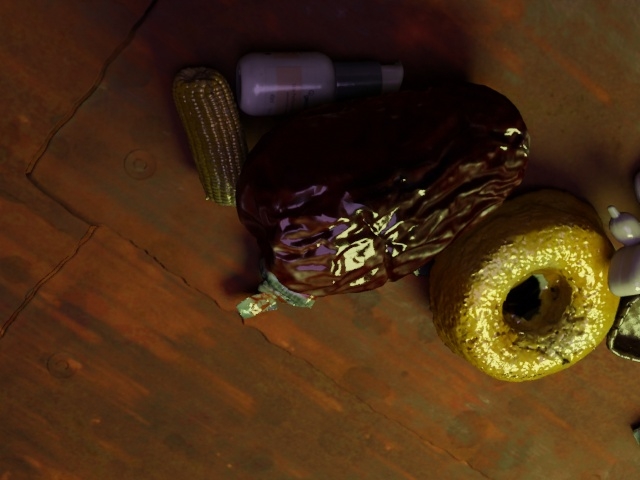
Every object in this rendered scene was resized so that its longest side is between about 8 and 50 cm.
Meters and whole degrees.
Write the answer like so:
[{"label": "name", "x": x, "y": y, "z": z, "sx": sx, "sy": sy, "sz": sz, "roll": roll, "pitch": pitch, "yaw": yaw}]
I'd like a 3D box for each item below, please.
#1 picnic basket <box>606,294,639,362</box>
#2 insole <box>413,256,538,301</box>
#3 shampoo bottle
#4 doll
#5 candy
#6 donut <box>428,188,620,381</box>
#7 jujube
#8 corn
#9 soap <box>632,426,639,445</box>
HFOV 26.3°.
[{"label": "picnic basket", "x": 0.469, "y": 0.116, "z": 1.789, "sx": 0.193, "sy": 0.055, "sz": 0.110, "roll": 15, "pitch": 117, "yaw": -13}, {"label": "insole", "x": 0.228, "y": 0.024, "z": 1.747, "sx": 0.328, "sy": 0.007, "sz": 0.111, "roll": 9, "pitch": 115, "yaw": -10}, {"label": "shampoo bottle", "x": 0.000, "y": -0.181, "z": 1.581, "sx": 0.192, "sy": 0.074, "sz": 0.074, "roll": -1, "pitch": 118, "yaw": -11}, {"label": "doll", "x": 0.409, "y": -0.010, "z": 1.677, "sx": 0.161, "sy": 0.059, "sz": 0.160, "roll": 2, "pitch": 81, "yaw": -37}, {"label": "candy", "x": -0.001, "y": 0.000, "z": 1.685, "sx": 0.086, "sy": 0.059, "sz": 0.292, "roll": 33, "pitch": 110, "yaw": -18}, {"label": "donut", "x": 0.259, "y": 0.059, "z": 1.709, "sx": 0.253, "sy": 0.118, "sz": 0.253, "roll": -7, "pitch": 112, "yaw": -17}, {"label": "jujube", "x": 0.073, "y": -0.071, "z": 1.547, "sx": 0.342, "sy": 0.216, "sz": 0.216, "roll": -21, "pitch": 120, "yaw": -16}, {"label": "corn", "x": -0.124, "y": -0.121, "z": 1.599, "sx": 0.085, "sy": 0.063, "sz": 0.165, "roll": 8, "pitch": 125, "yaw": 31}, {"label": "soap", "x": 0.542, "y": 0.263, "z": 1.867, "sx": 0.198, "sy": 0.066, "sz": 0.119, "roll": -32, "pitch": 117, "yaw": 12}]
